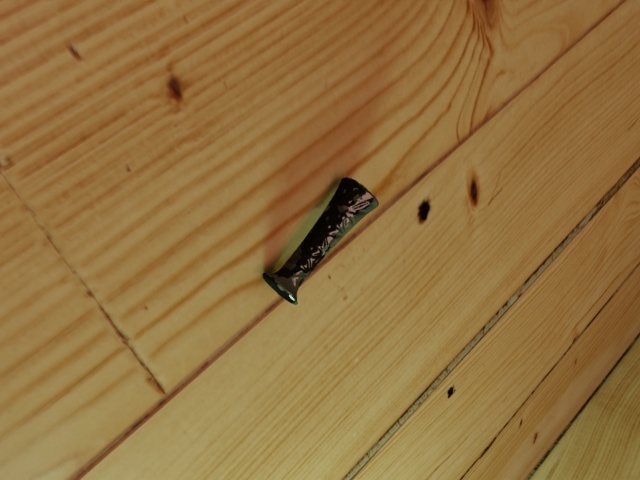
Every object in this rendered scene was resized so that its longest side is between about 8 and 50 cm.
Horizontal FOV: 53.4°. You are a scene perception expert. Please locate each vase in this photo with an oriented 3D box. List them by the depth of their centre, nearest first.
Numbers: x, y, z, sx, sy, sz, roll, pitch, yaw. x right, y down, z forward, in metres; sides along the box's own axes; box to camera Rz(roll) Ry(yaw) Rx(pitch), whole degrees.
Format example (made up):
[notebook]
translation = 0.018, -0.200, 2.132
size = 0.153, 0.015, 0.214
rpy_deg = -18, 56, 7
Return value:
[vase]
translation = 0.000, 0.000, 0.795
size = 0.167, 0.059, 0.059
rpy_deg = -51, 141, -11
